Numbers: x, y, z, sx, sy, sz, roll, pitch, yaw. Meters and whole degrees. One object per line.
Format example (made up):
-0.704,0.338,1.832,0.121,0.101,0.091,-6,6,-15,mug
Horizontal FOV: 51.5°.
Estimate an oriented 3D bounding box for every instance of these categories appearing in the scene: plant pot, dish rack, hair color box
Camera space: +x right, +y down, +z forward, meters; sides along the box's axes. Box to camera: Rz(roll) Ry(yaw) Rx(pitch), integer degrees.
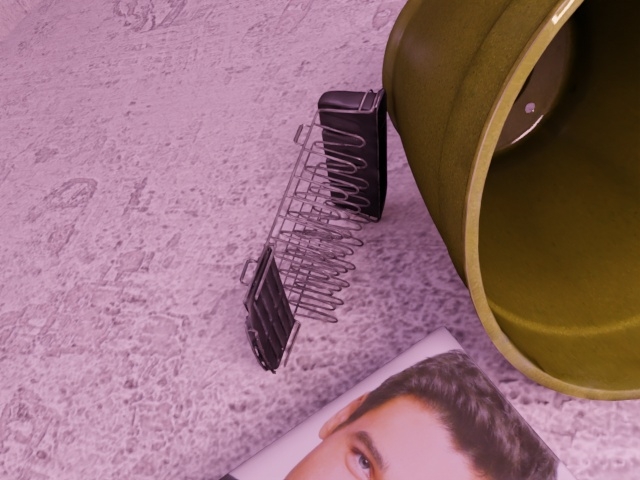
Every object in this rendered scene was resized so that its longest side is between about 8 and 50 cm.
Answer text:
0.222,-0.118,0.588,0.366,0.366,0.353,-30,31,1,plant pot
0.000,0.000,0.677,0.074,0.208,0.271,13,63,14,dish rack
0.004,0.252,0.501,0.374,0.113,0.185,-34,43,-4,hair color box
